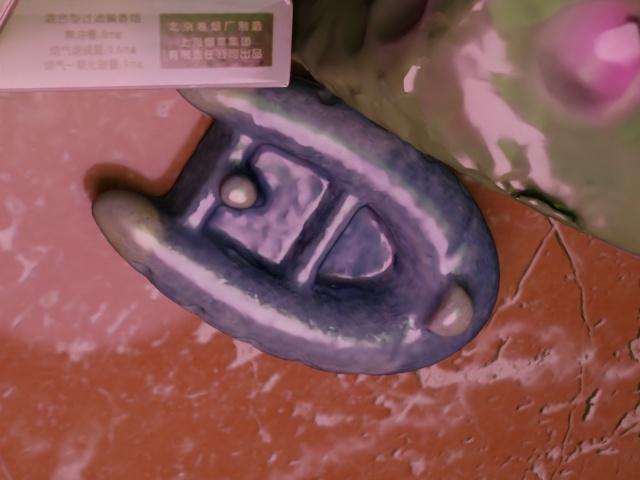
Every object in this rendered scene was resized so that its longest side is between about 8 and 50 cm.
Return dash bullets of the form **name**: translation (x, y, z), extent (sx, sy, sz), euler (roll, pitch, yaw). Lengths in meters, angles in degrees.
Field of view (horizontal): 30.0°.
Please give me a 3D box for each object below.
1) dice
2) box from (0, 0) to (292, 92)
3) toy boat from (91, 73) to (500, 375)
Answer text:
- **dice**: translation (0.185, -0.186, 0.800), extent (0.330, 0.318, 0.322), euler (22, 102, -24)
- **box**: translation (-0.154, -0.148, 0.805), extent (0.243, 0.155, 0.067), euler (-4, 110, -17)
- **toy boat**: translation (0.000, 0.000, 0.925), extent (0.330, 0.123, 0.215), euler (32, 97, -23)
